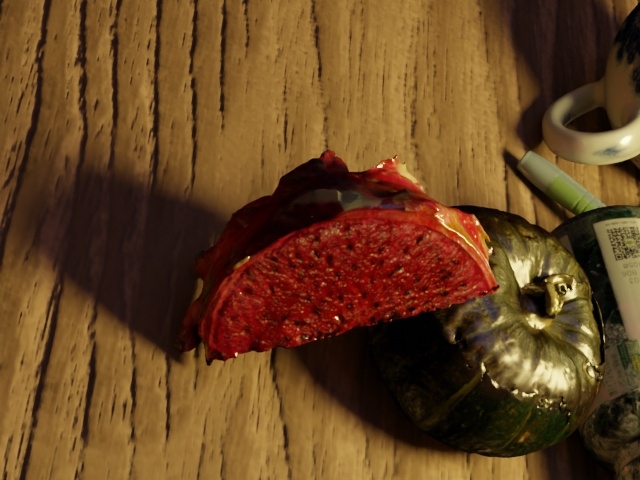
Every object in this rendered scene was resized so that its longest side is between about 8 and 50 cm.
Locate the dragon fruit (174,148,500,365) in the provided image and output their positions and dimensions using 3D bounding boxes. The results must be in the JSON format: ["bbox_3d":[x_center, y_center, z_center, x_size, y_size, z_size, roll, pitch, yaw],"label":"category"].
[{"bbox_3d":[-0.003,-0.011,1.512,0.274,0.126,0.161,-14,33,-1],"label":"dragon fruit"}]

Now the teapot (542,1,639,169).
[{"bbox_3d":[0.443,-0.160,1.993,0.424,0.252,0.280,-14,26,-10],"label":"teapot"}]

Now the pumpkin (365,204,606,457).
[{"bbox_3d":[0.149,0.074,1.618,0.238,0.159,0.238,27,40,-25],"label":"pumpkin"}]

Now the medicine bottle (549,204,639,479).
[{"bbox_3d":[0.298,0.118,1.723,0.141,0.141,0.293,15,46,-31],"label":"medicine bottle"}]

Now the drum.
[{"bbox_3d":[0.314,0.003,1.912,0.253,0.130,0.049,31,63,28],"label":"drum"}]
